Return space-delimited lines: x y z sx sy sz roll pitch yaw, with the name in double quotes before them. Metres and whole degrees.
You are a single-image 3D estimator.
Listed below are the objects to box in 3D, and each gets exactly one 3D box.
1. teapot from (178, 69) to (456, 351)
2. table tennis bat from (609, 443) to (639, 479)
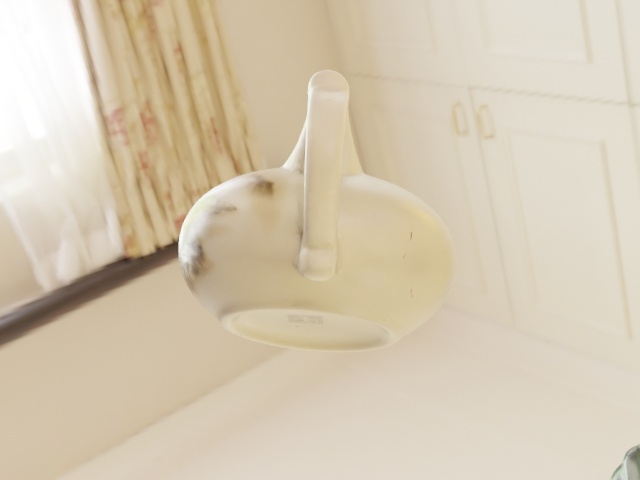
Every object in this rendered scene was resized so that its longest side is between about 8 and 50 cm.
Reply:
"teapot" 0.000 0.000 0.804 0.204 0.139 0.298 9 161 -4
"table tennis bat" 0.218 0.161 0.534 0.038 0.237 0.149 -31 -140 34
